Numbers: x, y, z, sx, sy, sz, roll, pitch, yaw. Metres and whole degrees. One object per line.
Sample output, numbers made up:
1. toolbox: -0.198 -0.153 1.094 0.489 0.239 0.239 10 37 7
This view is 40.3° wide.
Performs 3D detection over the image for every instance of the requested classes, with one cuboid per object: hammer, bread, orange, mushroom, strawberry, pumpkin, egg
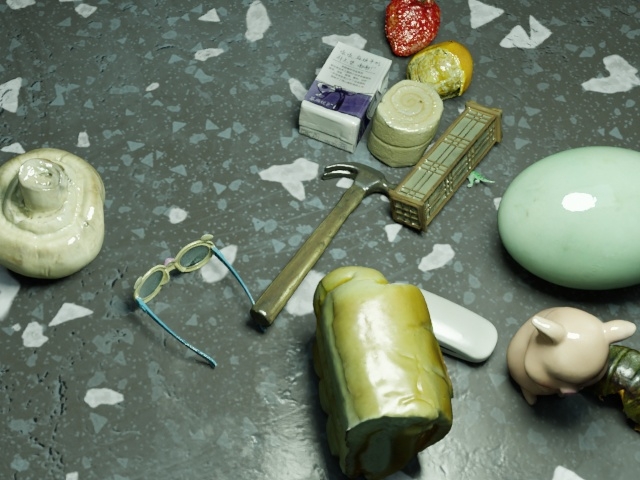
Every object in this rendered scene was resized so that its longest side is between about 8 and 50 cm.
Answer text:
1. hammer: 0.000 0.000 1.721 0.168 0.044 0.440 27 54 13
2. bread: 0.181 -0.245 1.857 0.134 0.141 0.148 41 64 16
3. bread: 0.101 0.206 1.465 0.210 0.301 0.341 -6 53 -11
4. orange: 0.270 -0.373 1.945 0.156 0.156 0.134 -45 107 -28
5. mushroom: -0.518 -0.065 1.623 0.260 0.234 0.254 38 65 18
6. strawberry: 0.217 -0.506 2.054 0.131 0.131 0.148 4 97 -2
7. pumpkin: 0.563 0.256 1.583 0.183 0.108 0.119 35 55 15
8. egg: 0.531 -0.043 1.670 0.388 0.276 0.276 0 57 -9

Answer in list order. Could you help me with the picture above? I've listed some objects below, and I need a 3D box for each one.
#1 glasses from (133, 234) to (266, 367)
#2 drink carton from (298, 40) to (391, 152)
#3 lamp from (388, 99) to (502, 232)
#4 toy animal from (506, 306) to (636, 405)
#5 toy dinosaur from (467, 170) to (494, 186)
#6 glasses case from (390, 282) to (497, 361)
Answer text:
1. glasses: -0.226 0.125 1.642 0.189 0.088 0.221 -35 86 -26
2. drink carton: 0.056 -0.319 1.919 0.134 0.102 0.222 20 58 11
3. lamp: 0.267 -0.160 1.826 0.090 0.089 0.325 24 57 31
4. toy animal: 0.417 0.193 1.521 0.166 0.250 0.154 -15 75 -14
5. toy dinosaur: 0.331 -0.142 1.872 0.083 0.021 0.062 3 48 6
6. glasses case: 0.219 0.154 1.644 0.233 0.059 0.092 22 56 10
